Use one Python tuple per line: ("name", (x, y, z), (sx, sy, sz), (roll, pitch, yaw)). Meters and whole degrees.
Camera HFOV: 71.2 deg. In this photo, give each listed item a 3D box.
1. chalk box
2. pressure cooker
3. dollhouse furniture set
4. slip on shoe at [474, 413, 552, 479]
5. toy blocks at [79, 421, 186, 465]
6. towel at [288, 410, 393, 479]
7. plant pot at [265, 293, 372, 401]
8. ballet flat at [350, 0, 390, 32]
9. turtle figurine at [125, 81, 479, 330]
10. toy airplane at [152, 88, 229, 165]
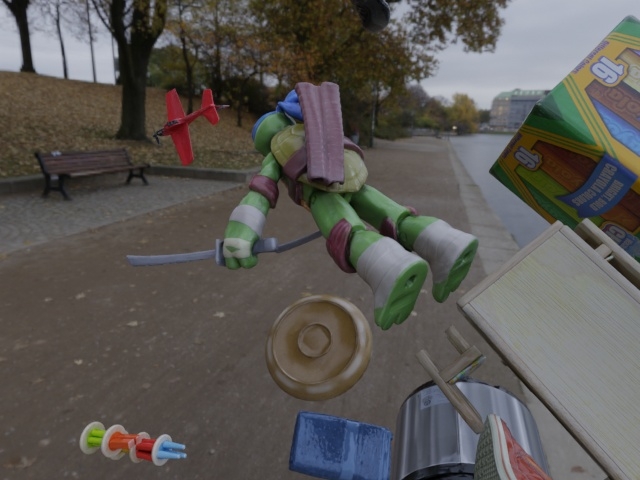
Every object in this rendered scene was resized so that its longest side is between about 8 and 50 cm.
("chalk box", (0.394, -0.081, 0.540), (0.289, 0.179, 0.180), (45, -11, 16))
("pressure cooker", (0.335, 0.578, 1.028), (0.375, 0.370, 0.420), (24, 28, 2))
("dollhouse furniture set", (0.219, 0.105, 0.407), (0.161, 0.212, 0.242), (52, 4, 24))
("slip on shoe", (0.327, 0.408, 0.741), (0.101, 0.123, 0.331), (13, 10, 5))
("toy blocks", (-0.323, 0.360, 0.786), (0.148, 0.123, 0.054), (-3, 57, 19))
("towel", (0.024, 0.238, 0.511), (0.119, 0.067, 0.029), (18, -28, -13))
("plant pot", (-0.009, 0.215, 0.945), (0.236, 0.032, 0.236), (-7, 57, 10))
("ballet flat", (0.087, -0.428, 0.802), (0.057, 0.049, 0.173), (-26, -13, 18))
("turtle figurine", (0.000, 0.000, 0.471), (0.266, 0.274, 0.198), (38, 3, 34))
("toy airplane", (-0.232, -0.210, 0.786), (0.151, 0.151, 0.028), (6, -6, 16))
